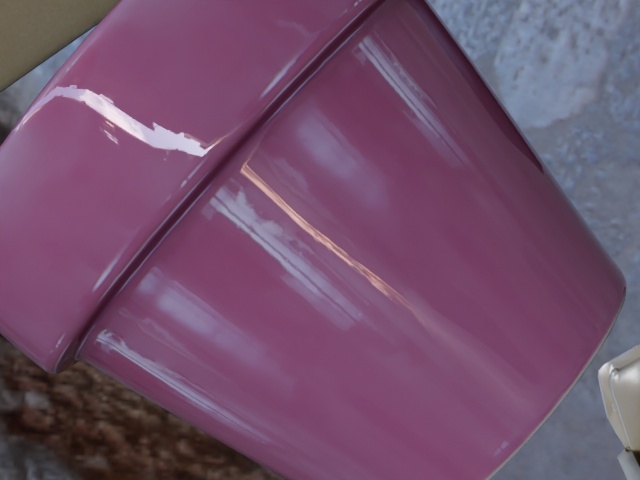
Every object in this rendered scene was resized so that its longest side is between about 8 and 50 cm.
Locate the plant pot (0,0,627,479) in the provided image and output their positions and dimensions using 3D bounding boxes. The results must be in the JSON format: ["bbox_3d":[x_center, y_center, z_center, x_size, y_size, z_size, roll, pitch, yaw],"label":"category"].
[{"bbox_3d":[0.000,0.000,0.428,0.201,0.180,0.201,-47,1,1],"label":"plant pot"}]

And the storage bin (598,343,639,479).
[{"bbox_3d":[0.306,0.103,0.707,0.260,0.123,0.262,-31,4,10],"label":"storage bin"}]

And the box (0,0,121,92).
[{"bbox_3d":[-0.138,-0.135,0.410,0.201,0.164,0.021,-42,16,-23],"label":"box"}]
